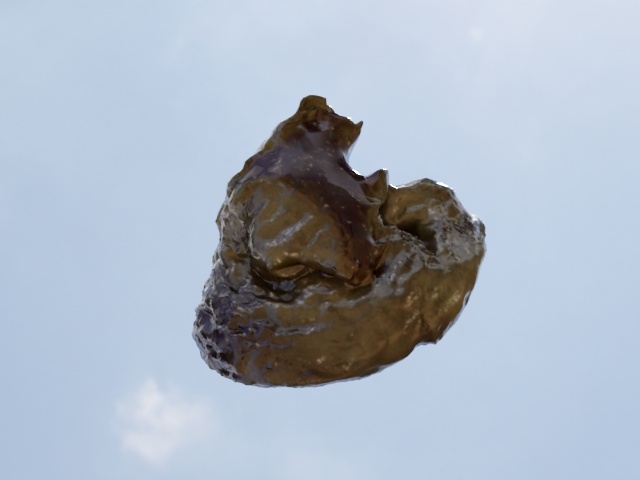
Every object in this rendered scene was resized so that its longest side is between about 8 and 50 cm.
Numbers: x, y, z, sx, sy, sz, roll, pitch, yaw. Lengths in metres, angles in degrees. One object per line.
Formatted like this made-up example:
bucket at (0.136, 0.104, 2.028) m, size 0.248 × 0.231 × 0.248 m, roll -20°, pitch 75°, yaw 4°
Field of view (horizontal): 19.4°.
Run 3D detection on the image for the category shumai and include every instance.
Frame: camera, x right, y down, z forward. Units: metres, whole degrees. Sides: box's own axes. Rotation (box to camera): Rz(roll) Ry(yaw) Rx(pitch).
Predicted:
shumai at (-0.004, 0.011, 0.887) m, size 0.139 × 0.123 × 0.105 m, roll -45°, pitch -62°, yaw 11°
